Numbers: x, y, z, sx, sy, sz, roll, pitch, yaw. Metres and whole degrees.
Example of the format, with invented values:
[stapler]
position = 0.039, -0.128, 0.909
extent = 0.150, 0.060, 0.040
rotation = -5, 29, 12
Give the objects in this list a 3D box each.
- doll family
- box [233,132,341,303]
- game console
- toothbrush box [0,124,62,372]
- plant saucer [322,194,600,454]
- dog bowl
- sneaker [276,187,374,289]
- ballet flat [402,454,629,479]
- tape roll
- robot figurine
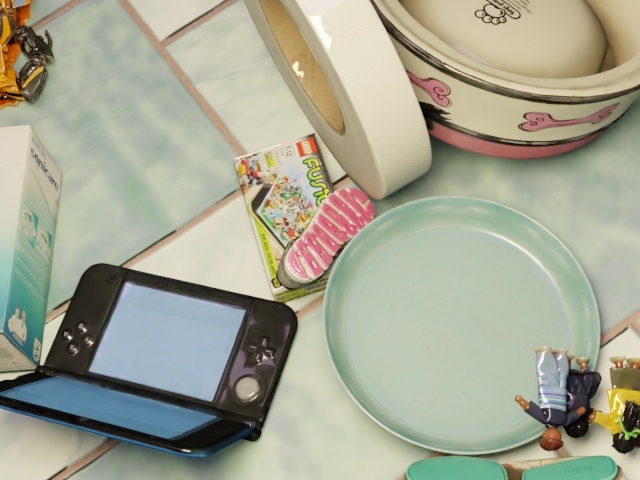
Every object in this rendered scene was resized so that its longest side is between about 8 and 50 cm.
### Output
[doll family]
position = 0.297, 0.180, 1.430
extent = 0.193, 0.076, 0.111
rotation = 7, 76, -6
[box]
position = -0.030, -0.030, 1.657
extent = 0.114, 0.036, 0.207
rotation = -18, 60, 0
[game console]
position = -0.207, 0.130, 1.527
extent = 0.293, 0.173, 0.250
rotation = 12, 65, 16
[toothbrush box]
position = -0.460, 0.015, 1.665
extent = 0.216, 0.126, 0.295
rotation = -6, 62, 9
[plant saucer]
position = 0.160, 0.097, 1.520
extent = 0.318, 0.043, 0.317
rotation = 1, 65, -1
[dog bowl]
position = 0.227, -0.268, 1.609
extent = 0.408, 0.150, 0.408
rotation = 6, 51, -8
[sneaker]
position = 0.000, 0.000, 1.577
extent = 0.063, 0.075, 0.170
rotation = 44, 52, -4
[ballet flat]
position = 0.209, 0.279, 1.420
extent = 0.241, 0.077, 0.091
rotation = -2, 30, 10
[tape roll]
position = 0.002, -0.230, 1.557
extent = 0.072, 0.392, 0.392
rotation = -30, 61, -6
[robot figurine]
position = -0.488, -0.295, 1.862
extent = 0.211, 0.085, 0.291
rotation = -14, 60, 4
